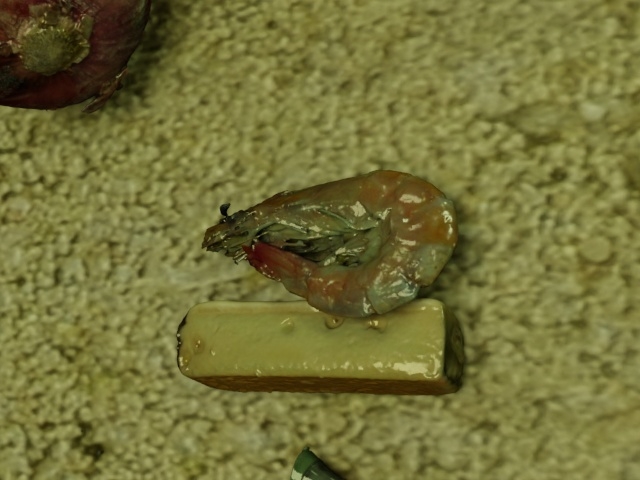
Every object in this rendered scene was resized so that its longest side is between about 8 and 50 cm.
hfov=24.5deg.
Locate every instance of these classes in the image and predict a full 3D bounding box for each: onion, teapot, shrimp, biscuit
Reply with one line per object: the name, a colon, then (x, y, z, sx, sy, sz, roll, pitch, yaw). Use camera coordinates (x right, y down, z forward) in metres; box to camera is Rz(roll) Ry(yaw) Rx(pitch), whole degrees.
onion: (-0.203, -0.183, 0.995, 0.159, 0.159, 0.195, -45, 48, 17)
teapot: (0.029, 0.167, 0.913, 0.111, 0.043, 0.043, 25, 98, 30)
shrimp: (0.000, 0.000, 0.924, 0.190, 0.042, 0.101, 1, 60, 34)
biscuit: (-0.002, 0.065, 0.927, 0.188, 0.052, 0.056, -1, 70, 26)
